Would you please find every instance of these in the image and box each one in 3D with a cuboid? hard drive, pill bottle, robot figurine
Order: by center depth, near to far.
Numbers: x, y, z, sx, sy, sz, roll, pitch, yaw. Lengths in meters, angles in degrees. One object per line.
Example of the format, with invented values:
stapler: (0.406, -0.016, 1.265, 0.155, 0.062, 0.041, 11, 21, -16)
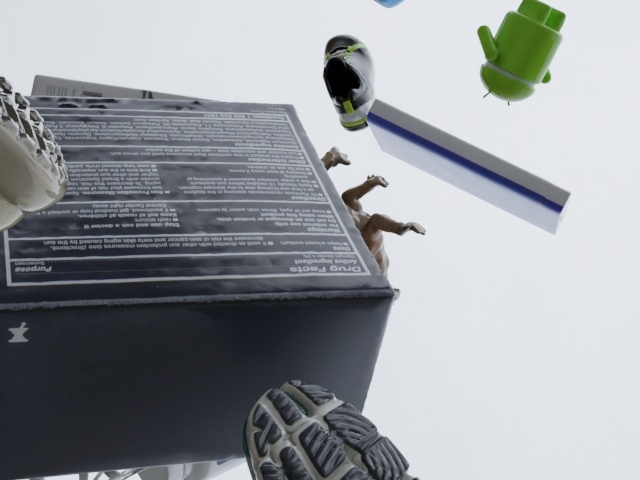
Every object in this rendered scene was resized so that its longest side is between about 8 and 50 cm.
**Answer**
robot figurine: (0.214, -0.199, 1.069, 0.067, 0.101, 0.115, 44, -65, 47)
pill bottle: (-0.151, 0.257, 1.323, 0.112, 0.187, 0.112, 17, -66, 42)
hard drive: (0.231, -0.110, 1.556, 0.319, 0.210, 0.040, 28, -93, 14)

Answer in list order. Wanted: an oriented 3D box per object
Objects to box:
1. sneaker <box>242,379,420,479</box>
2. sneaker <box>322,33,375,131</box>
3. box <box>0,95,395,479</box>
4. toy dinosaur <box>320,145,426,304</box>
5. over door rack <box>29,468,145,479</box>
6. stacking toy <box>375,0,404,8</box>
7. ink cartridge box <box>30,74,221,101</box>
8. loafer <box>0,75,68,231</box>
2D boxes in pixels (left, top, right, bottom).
sneaker: (0.022, 0.224, 0.655, 0.110, 0.107, 0.275, -33, -95, 49)
sneaker: (0.046, -0.287, 1.688, 0.084, 0.097, 0.234, -22, -131, 11)
box: (-0.136, 0.026, 0.837, 0.294, 0.296, 0.182, -116, -149, -51)
toy dinosaur: (0.000, 0.000, 1.279, 0.296, 0.127, 0.200, 32, -70, -9)
over door rack: (-0.198, 0.211, 1.283, 0.240, 0.324, 0.108, -30, -91, 23)
stacking toy: (0.047, -0.515, 1.557, 0.175, 0.166, 0.302, -51, -129, 13)
ink cartridge box: (-0.286, -0.112, 1.449, 0.114, 0.273, 0.197, 113, -16, -74)
loafer: (-0.216, -0.087, 0.372, 0.092, 0.268, 0.102, -43, -158, 0)
